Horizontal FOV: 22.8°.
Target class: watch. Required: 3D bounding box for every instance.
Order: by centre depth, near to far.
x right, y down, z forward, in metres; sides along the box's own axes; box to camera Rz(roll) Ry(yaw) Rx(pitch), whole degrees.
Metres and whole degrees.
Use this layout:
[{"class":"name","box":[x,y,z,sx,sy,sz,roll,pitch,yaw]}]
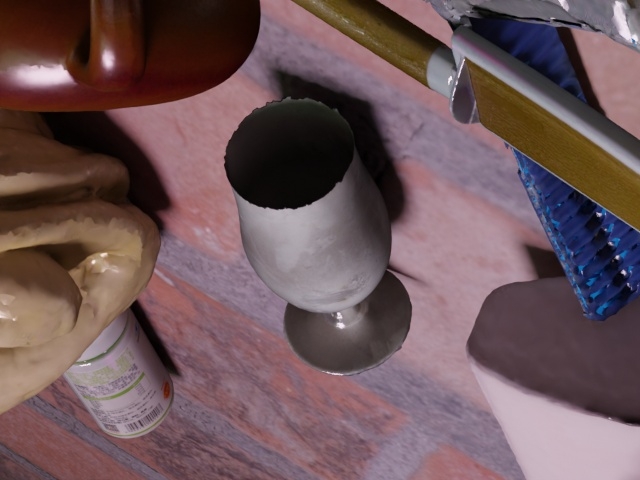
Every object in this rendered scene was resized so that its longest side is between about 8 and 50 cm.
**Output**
[{"class":"watch","box":[0.145,-0.047,0.718,0.274,0.068,0.276,45,166,-22]}]

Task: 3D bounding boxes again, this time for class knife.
[{"class":"knife","box":[0.068,-0.062,0.668,0.343,0.027,0.061,37,165,29]}]

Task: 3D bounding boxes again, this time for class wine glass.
[{"class":"wine glass","box":[0.000,0.000,0.974,0.093,0.093,0.202,23,156,22]}]

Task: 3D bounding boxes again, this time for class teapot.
[{"class":"teapot","box":[-0.117,-0.132,0.781,0.252,0.178,0.135,-137,40,-71]}]

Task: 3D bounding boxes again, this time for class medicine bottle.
[{"class":"medicine bottle","box":[-0.196,0.104,1.437,0.086,0.086,0.183,22,154,25]}]

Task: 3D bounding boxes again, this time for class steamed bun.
[{"class":"steamed bun","box":[-0.316,0.004,1.145,0.372,0.230,0.325,30,137,-17]}]

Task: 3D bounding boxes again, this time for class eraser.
[{"class":"eraser","box":[0.207,0.136,0.976,0.174,0.095,0.270,11,148,30]}]
